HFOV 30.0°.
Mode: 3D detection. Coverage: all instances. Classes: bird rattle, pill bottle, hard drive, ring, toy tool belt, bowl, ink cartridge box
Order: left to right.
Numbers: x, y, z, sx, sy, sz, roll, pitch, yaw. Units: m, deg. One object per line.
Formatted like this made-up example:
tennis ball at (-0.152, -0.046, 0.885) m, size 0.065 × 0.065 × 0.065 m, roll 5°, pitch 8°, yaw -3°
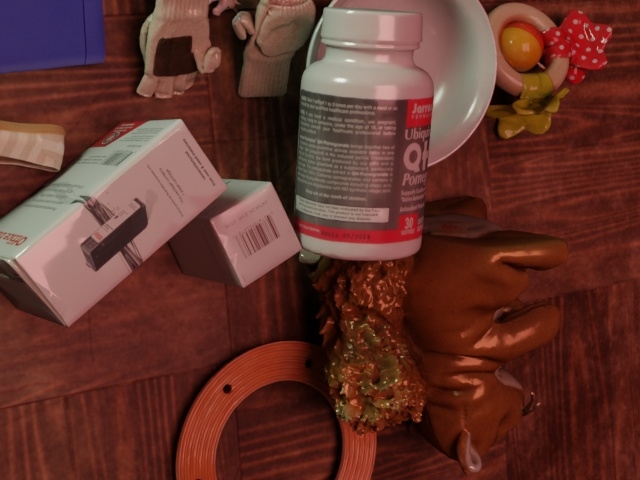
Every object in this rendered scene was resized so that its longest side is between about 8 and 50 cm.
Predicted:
hard drive at (-0.410, -0.306, 1.441) m, size 0.319 × 0.040 × 0.210 m, roll -14°, pitch 111°, yaw -40°
ink cartridge box at (-0.282, -0.027, 1.498) m, size 0.273 × 0.197 × 0.114 m, roll -42°, pitch 114°, yaw -22°
ring at (-0.063, 0.313, 1.760) m, size 0.337 × 0.032 × 0.336 m, roll -3°, pitch 95°, yaw -33°
toy tool belt at (0.000, 0.000, 1.770) m, size 0.051 × 0.052 × 0.083 m, roll 25°, pitch 81°, yaw -61°
pill bottle at (0.058, -0.144, 1.579) m, size 0.176 × 0.176 × 0.318 m, roll -5°, pitch 106°, yaw -32°
bowl at (0.097, -0.253, 1.738) m, size 0.298 × 0.134 × 0.297 m, roll -5°, pitch 104°, yaw -20°
bird rattle at (0.349, -0.298, 1.920) m, size 0.207 × 0.143 × 0.253 m, roll 39°, pitch 70°, yaw -11°

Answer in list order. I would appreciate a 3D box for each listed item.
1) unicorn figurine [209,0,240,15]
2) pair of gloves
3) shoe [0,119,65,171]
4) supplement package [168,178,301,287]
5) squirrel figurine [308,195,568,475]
unicorn figurine at (-0.180, -0.341, 1.619) m, size 0.111 × 0.060 × 0.162 m, roll -43°, pitch 117°, yaw -17°
pair of gloves at (-0.122, -0.274, 1.609) m, size 0.240 × 0.042 × 0.204 m, roll -1°, pitch 132°, yaw -29°
shoe at (-0.418, -0.120, 1.477) m, size 0.219 × 0.077 × 0.058 m, roll 2°, pitch 88°, yaw -34°
supplement package at (-0.127, -0.014, 1.605) m, size 0.105 × 0.179 × 0.105 m, roll -35°, pitch 111°, yaw -25°
squirrel figurine at (0.158, 0.160, 1.777) m, size 0.397 × 0.281 × 0.370 m, roll -10°, pitch 110°, yaw -28°
